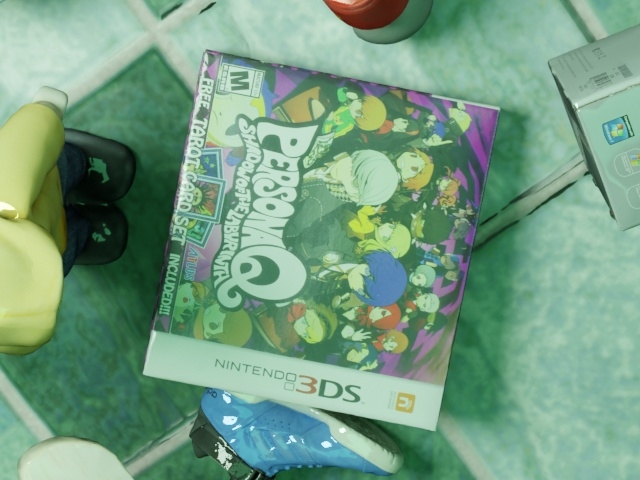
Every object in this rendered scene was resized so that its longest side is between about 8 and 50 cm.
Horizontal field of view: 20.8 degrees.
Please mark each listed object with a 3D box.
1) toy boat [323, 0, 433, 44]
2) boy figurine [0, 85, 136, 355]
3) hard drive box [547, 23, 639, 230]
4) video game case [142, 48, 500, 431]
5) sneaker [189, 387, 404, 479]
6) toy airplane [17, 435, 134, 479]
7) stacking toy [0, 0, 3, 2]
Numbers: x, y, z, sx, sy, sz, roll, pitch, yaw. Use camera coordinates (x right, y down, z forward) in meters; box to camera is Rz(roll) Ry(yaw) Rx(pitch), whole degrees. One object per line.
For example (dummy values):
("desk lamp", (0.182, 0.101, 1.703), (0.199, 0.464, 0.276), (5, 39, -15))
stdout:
("toy boat", (0.106, -0.265, 1.112), (0.267, 0.148, 0.318), (39, 100, 10))
("boy figurine", (-0.184, -0.008, 1.112), (0.092, 0.285, 0.177), (9, 102, 0))
("hard drive box", (0.276, -0.106, 1.122), (0.232, 0.181, 0.089), (-21, 103, 8))
("video game case", (0.000, 0.000, 1.209), (0.210, 0.042, 0.232), (12, 93, -2))
("sneaker", (-0.021, 0.154, 1.262), (0.152, 0.058, 0.084), (25, 99, 0))
("toy airplane", (-0.077, 0.359, 1.210), (0.386, 0.272, 0.384), (19, 105, -4))
("stacking toy", (-0.201, -0.310, 1.111), (0.309, 0.130, 0.279), (-31, 102, 9))
